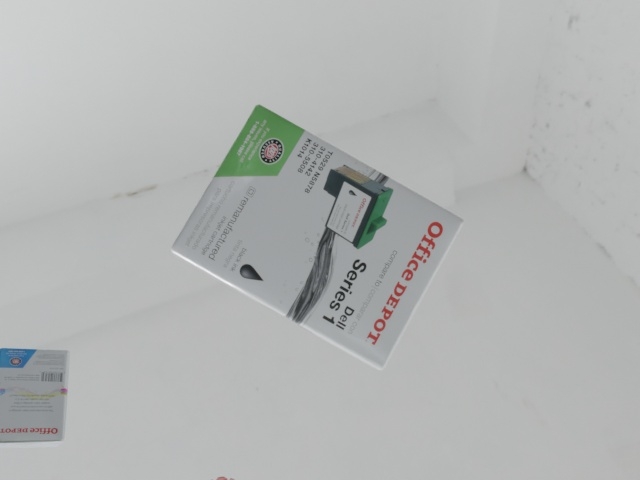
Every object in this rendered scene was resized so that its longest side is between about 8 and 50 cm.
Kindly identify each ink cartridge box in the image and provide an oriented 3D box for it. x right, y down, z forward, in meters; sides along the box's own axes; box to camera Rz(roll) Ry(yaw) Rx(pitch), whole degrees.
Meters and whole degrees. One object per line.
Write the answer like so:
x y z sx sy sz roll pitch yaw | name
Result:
-0.384 0.209 0.874 0.088 0.052 0.122 8 -120 -27 | ink cartridge box
0.000 0.000 0.624 0.219 0.092 0.160 29 -96 2 | ink cartridge box

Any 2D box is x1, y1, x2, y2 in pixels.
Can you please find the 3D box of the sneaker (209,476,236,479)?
-0.136 0.400 0.775 0.088 0.093 0.225 14 -100 -16 | sneaker
